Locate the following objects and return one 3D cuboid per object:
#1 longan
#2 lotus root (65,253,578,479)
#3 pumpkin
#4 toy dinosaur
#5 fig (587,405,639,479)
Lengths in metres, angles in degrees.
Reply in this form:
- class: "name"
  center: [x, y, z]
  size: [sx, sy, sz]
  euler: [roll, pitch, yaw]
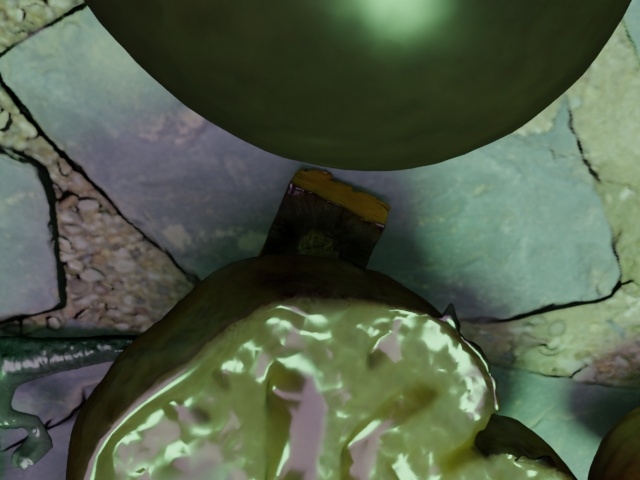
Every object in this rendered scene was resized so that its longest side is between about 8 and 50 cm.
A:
- class: "longan"
  center: [0.000, -0.161, 0.425]
  size: [0.300, 0.243, 0.300]
  euler: [29, 148, 20]
- class: "lotus root"
  center: [-0.005, 0.212, 0.593]
  size: [0.374, 0.111, 0.391]
  euler: [-31, 108, -11]
- class: "pumpkin"
  center: [0.000, 0.000, 0.630]
  size: [0.074, 0.054, 0.083]
  euler: [21, 126, -3]
- class: "toy dinosaur"
  center: [-0.234, 0.132, 0.727]
  size: [0.382, 0.076, 0.129]
  euler: [-2, 118, -7]
- class: "fig"
  center: [0.295, 0.152, 0.678]
  size: [0.160, 0.231, 0.143]
  euler: [29, 163, -12]
